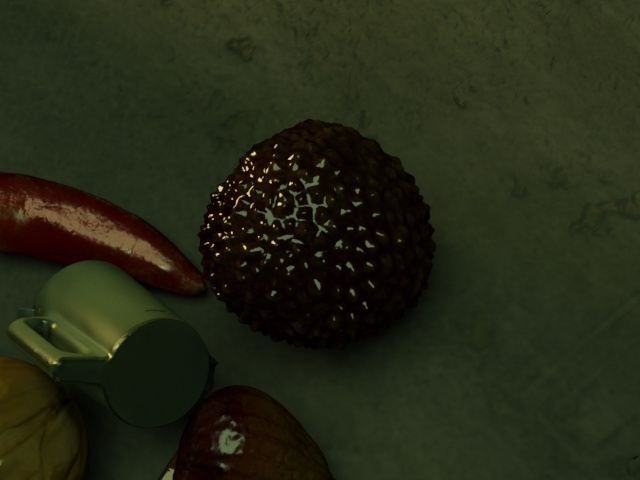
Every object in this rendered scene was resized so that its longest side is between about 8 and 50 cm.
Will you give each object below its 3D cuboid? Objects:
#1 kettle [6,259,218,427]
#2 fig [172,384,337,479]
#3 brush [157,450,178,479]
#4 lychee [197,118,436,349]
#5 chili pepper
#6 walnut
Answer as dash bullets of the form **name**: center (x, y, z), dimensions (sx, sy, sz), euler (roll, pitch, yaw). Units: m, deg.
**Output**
- **kettle**: center (-0.164, 0.075, 1.205), dimensions (0.098, 0.127, 0.148), euler (-51, 33, -7)
- **fig**: center (-0.049, 0.187, 1.200), dimensions (0.153, 0.119, 0.119), euler (45, 80, -6)
- **brush**: center (-0.149, 0.232, 1.238), dimensions (0.043, 0.014, 0.170), euler (31, 76, 15)
- **lychee**: center (0.000, 0.000, 1.222), dimensions (0.188, 0.188, 0.188), euler (-2, 70, 7)
- **chili pepper**: center (-0.220, -0.011, 1.309), dimensions (0.272, 0.063, 0.071), euler (17, 83, 2)
- **walnut**: center (-0.278, 0.180, 1.202), dimensions (0.206, 0.159, 0.159), euler (-39, 70, -8)
